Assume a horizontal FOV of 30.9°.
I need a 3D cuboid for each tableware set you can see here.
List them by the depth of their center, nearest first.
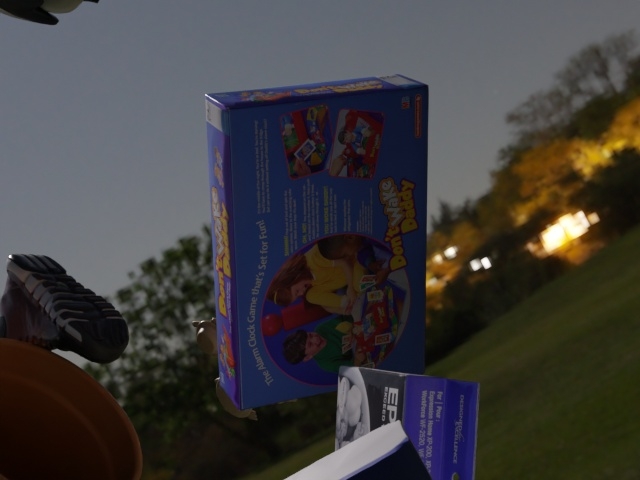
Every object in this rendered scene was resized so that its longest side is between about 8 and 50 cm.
[{"bbox_3d":[-0.105,0.162,1.535,0.141,0.169,0.020,-13,15,43],"label":"tableware set"}]

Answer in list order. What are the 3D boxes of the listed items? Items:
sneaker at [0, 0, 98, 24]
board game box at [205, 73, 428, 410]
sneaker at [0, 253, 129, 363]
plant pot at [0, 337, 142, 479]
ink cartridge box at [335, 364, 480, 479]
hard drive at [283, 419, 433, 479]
[{"bbox_3d":[-0.243,-0.216,0.901,0.235,0.153,0.094,-177,109,-76],"label":"sneaker"},{"bbox_3d":[0.000,0.000,1.299,0.233,0.347,0.078,-8,21,-21],"label":"board game box"},{"bbox_3d":[-0.381,0.144,1.667,0.106,0.281,0.162,8,-70,-43],"label":"sneaker"},{"bbox_3d":[-0.411,0.300,1.515,0.203,0.291,0.291,-50,-13,20],"label":"plant pot"},{"bbox_3d":[0.066,0.214,0.987,0.045,0.206,0.208,5,-5,-21],"label":"ink cartridge box"},{"bbox_3d":[0.029,0.289,0.684,0.210,0.319,0.040,-29,16,0],"label":"hard drive"}]
